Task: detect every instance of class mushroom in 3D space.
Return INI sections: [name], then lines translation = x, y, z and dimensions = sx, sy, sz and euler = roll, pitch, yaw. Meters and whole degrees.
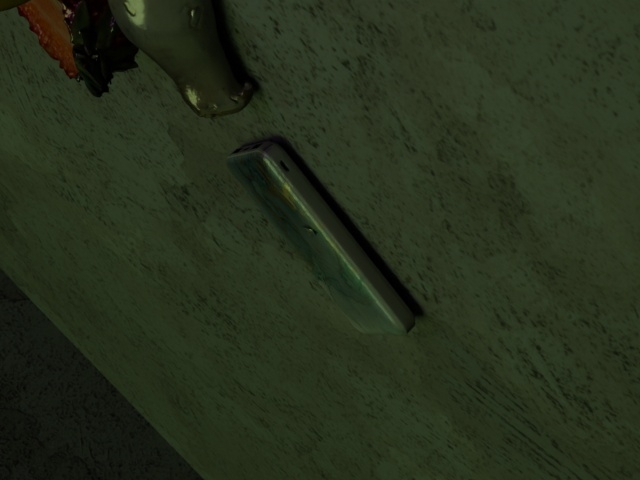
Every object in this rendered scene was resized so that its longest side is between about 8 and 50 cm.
[mushroom]
translation = -0.156, -0.218, 1.930
dimensions = 0.116, 0.093, 0.225
euler = 6, 135, 29

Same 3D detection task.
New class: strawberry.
[strawberry]
translation = -0.287, -0.285, 2.056
dimensions = 0.286, 0.106, 0.188
euler = 49, 159, 31

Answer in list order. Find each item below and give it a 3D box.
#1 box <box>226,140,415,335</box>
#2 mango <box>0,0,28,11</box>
[box]
translation = 0.000, 0.000, 2.109
dimensions = 0.285, 0.044, 0.142
euler = 51, 163, -13
[mango]
translation = -0.398, -0.406, 1.784
dimensions = 0.301, 0.220, 0.445
euler = 25, 159, 19
